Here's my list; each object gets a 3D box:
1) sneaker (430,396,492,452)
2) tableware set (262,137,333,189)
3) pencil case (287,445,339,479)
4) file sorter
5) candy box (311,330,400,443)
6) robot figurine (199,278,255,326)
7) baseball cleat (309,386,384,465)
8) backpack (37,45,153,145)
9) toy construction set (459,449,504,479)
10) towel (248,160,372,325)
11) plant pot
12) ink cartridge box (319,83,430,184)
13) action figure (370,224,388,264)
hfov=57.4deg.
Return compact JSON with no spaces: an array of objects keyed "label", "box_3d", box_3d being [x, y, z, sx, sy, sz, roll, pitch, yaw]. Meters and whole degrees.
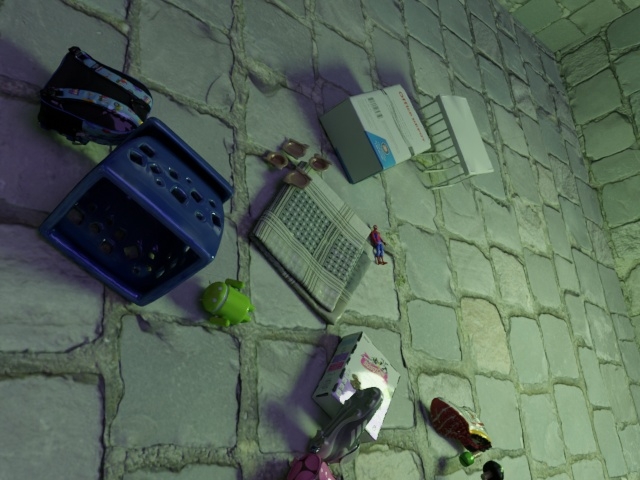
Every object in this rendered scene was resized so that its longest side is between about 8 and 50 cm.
[{"label":"sneaker","box_3d":[0.376,0.494,1.601,0.225,0.088,0.093,43,25,-24]},{"label":"tableware set","box_3d":[-0.059,-0.197,1.473,0.141,0.020,0.168,35,46,12]},{"label":"pencil case","box_3d":[0.022,0.525,1.192,0.095,0.098,0.209,-47,110,-30]},{"label":"file sorter","box_3d":[0.426,-0.325,1.974,0.193,0.173,0.278,-13,81,-50]},{"label":"candy box","box_3d":[0.089,0.341,1.368,0.165,0.070,0.196,50,43,-17]},{"label":"robot figurine","box_3d":[-0.190,0.127,1.182,0.115,0.067,0.101,36,61,-29]},{"label":"baseball cleat","box_3d":[0.070,0.400,1.254,0.109,0.206,0.072,45,7,-32]},{"label":"backpack","box_3d":[-0.405,-0.245,1.069,0.173,0.117,0.158,22,52,-16]},{"label":"toy construction set","box_3d":[0.393,0.733,1.429,0.237,0.257,0.309,-11,102,-30]},{"label":"towel","box_3d":[0.000,0.000,1.455,0.324,0.056,0.312,49,43,-19]},{"label":"plant pot","box_3d":[-0.307,-0.059,1.037,0.236,0.236,0.212,42,38,-24]},{"label":"ink cartridge box","box_3d":[0.170,-0.320,1.735,0.307,0.129,0.223,-29,93,-49]},{"label":"action figure","box_3d":[0.165,0.011,1.646,0.038,0.030,0.115,1,68,-41]}]
